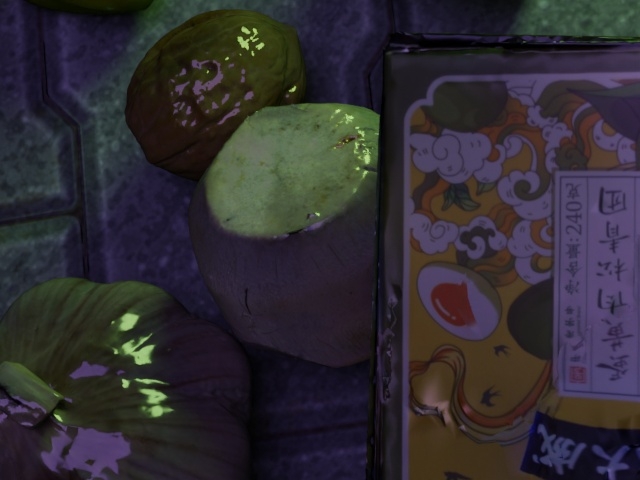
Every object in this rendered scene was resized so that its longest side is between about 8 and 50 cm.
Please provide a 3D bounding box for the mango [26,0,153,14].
[{"bbox_3d":[-0.240,-0.266,1.718,0.165,0.091,0.074,8,91,16],"label":"mango"}]

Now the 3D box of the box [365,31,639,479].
[{"bbox_3d":[0.233,0.049,1.321,0.373,0.138,0.420,2,93,19],"label":"box"}]

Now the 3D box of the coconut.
[{"bbox_3d":[0.002,-0.001,1.529,0.227,0.230,0.227,-10,53,13],"label":"coconut"}]

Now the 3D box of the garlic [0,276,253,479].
[{"bbox_3d":[-0.203,0.186,1.547,0.322,0.241,0.322,0,94,1],"label":"garlic"}]

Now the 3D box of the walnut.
[{"bbox_3d":[-0.094,-0.140,1.615,0.184,0.155,0.155,-36,71,2],"label":"walnut"}]
